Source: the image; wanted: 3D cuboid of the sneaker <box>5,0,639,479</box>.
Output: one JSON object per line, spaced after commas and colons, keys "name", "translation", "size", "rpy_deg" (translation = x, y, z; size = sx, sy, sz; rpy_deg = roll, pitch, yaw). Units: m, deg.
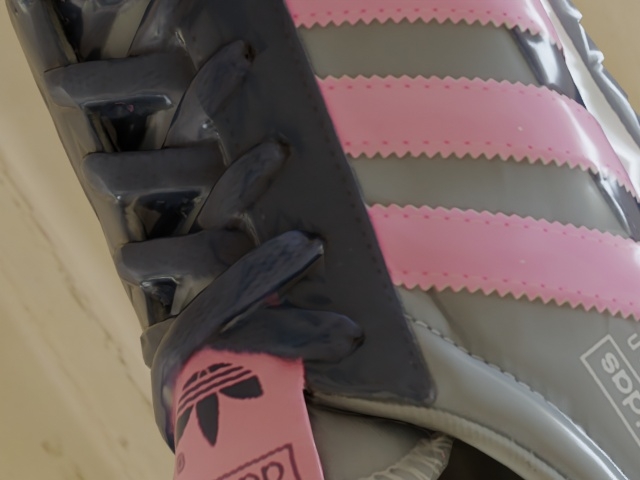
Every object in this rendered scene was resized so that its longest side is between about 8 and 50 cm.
{"name": "sneaker", "translation": [0.000, 0.000, 0.373], "size": [0.112, 0.319, 0.131], "rpy_deg": [-43, 174, 39]}
